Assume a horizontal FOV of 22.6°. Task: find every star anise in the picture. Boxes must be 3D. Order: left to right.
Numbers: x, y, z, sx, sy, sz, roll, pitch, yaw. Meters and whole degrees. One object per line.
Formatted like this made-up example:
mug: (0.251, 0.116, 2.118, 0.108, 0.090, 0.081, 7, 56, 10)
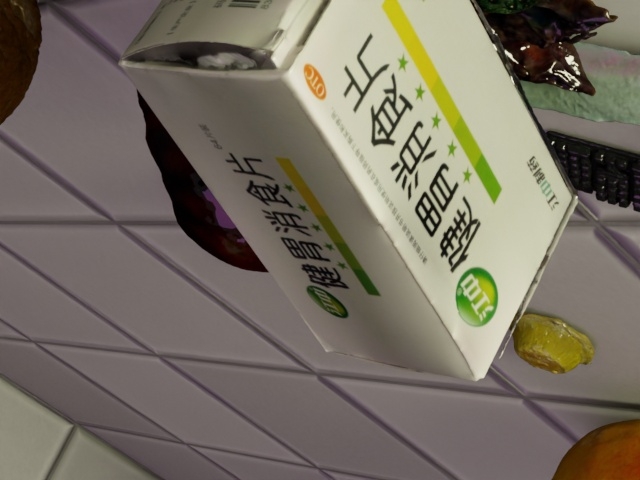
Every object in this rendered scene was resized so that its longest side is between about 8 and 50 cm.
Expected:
star anise: (0.135, -0.152, 1.128, 0.157, 0.053, 0.212, 13, 131, 19)

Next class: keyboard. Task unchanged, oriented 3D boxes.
keyboard: (0.292, -0.038, 1.312, 0.231, 0.023, 0.072, 18, 156, 22)

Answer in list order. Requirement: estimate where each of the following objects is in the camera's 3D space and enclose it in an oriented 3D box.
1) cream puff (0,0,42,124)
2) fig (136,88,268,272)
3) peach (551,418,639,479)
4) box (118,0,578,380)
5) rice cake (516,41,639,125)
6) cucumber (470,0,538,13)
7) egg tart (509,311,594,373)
cream puff: (-0.387, -0.214, 1.434, 0.303, 0.212, 0.303, 23, 169, 5)
fig: (-0.025, -0.085, 1.303, 0.263, 0.224, 0.224, 20, 160, -1)
peach: (0.374, 0.341, 1.801, 0.289, 0.289, 0.308, 20, 166, 17)
box: (0.029, -0.073, 1.072, 0.145, 0.173, 0.333, 6, 144, 37)
rice cake: (0.217, -0.123, 1.163, 0.290, 0.051, 0.081, 11, 122, 34)
cucumber: (0.101, -0.236, 0.975, 0.074, 0.074, 0.241, 17, 156, 24)
egg tart: (0.245, 0.114, 1.730, 0.105, 0.039, 0.105, 23, 162, 8)
